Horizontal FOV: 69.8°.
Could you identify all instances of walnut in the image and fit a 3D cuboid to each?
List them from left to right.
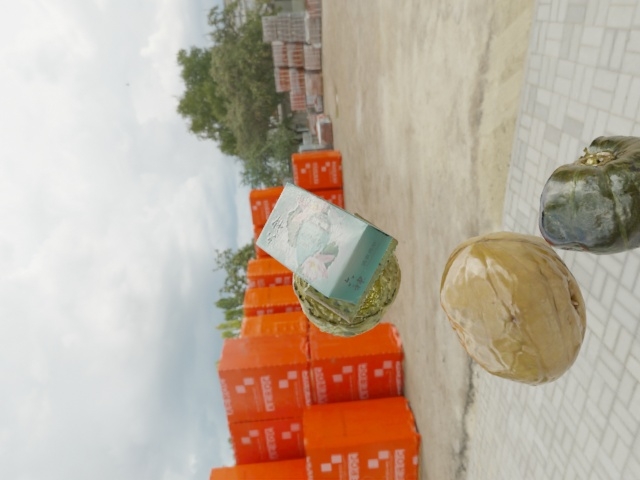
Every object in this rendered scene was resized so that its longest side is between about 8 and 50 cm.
[{"bbox_3d":[0.207,0.073,0.496,0.144,0.144,0.180,-100,-16,-81],"label":"walnut"}]

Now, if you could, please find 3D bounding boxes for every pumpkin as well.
[{"bbox_3d":[0.638,-0.076,0.953,0.232,0.325,0.242,25,146,53],"label":"pumpkin"}]

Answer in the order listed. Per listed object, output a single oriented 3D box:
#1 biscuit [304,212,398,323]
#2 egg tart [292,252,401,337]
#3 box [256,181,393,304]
[{"bbox_3d":[0.078,0.061,1.073,0.231,0.139,0.016,-56,-1,-15],"label":"biscuit"},{"bbox_3d":[0.064,0.098,1.161,0.118,0.288,0.288,129,136,-81],"label":"egg tart"},{"bbox_3d":[0.000,0.000,0.905,0.092,0.245,0.153,22,-83,-49],"label":"box"}]
